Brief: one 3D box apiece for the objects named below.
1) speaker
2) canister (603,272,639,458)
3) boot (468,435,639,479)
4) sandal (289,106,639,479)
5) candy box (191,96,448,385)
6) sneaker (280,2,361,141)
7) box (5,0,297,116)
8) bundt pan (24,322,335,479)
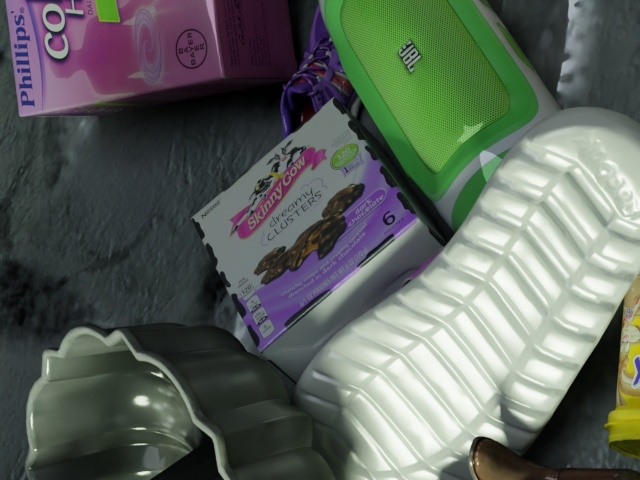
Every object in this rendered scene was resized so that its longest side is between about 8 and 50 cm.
[{"bbox_3d":[0.103,-0.128,1.575,0.131,0.131,0.296,-41,54,17],"label":"speaker"},{"bbox_3d":[0.276,0.070,1.410,0.126,0.073,0.170,-6,68,35],"label":"canister"},{"bbox_3d":[0.177,0.171,1.419,0.114,0.106,0.037,1,70,35],"label":"boot"},{"bbox_3d":[0.128,0.062,1.475,0.169,0.102,0.416,39,121,-4],"label":"sandal"},{"bbox_3d":[0.000,0.000,1.581,0.165,0.070,0.196,-41,39,7],"label":"candy box"},{"bbox_3d":[0.003,-0.139,1.685,0.068,0.071,0.170,-3,71,35],"label":"sneaker"},{"bbox_3d":[-0.161,-0.233,1.769,0.243,0.117,0.214,-7,90,35],"label":"box"},{"bbox_3d":[-0.096,0.212,1.530,0.331,0.124,0.331,23,119,48],"label":"bundt pan"}]
